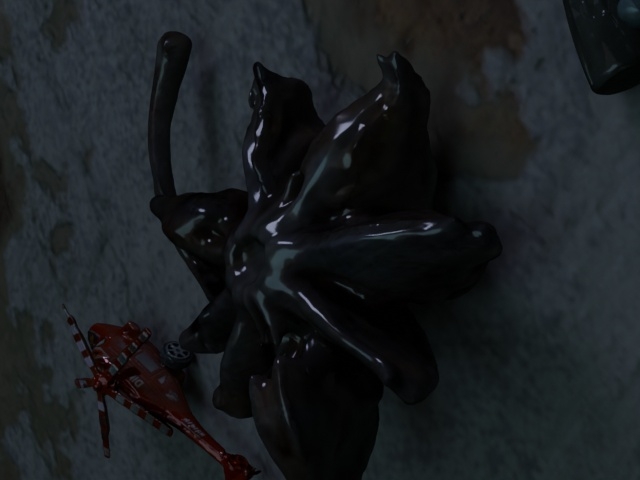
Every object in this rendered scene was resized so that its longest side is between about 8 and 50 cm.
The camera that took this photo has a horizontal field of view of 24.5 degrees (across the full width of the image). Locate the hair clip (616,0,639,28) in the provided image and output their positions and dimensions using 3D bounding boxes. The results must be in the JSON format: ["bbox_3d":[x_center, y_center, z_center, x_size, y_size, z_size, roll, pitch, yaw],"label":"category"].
[{"bbox_3d":[0.232,-0.179,0.570,0.318,0.392,0.238,47,140,9],"label":"hair clip"}]

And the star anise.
[{"bbox_3d":[0.000,0.000,0.970,0.316,0.139,0.359,-12,74,39],"label":"star anise"}]

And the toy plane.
[{"bbox_3d":[-0.116,0.121,1.140,0.194,0.077,0.126,18,114,35],"label":"toy plane"}]

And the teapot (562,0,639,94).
[{"bbox_3d":[0.151,-0.138,0.834,0.043,0.043,0.110,-39,67,43],"label":"teapot"}]
